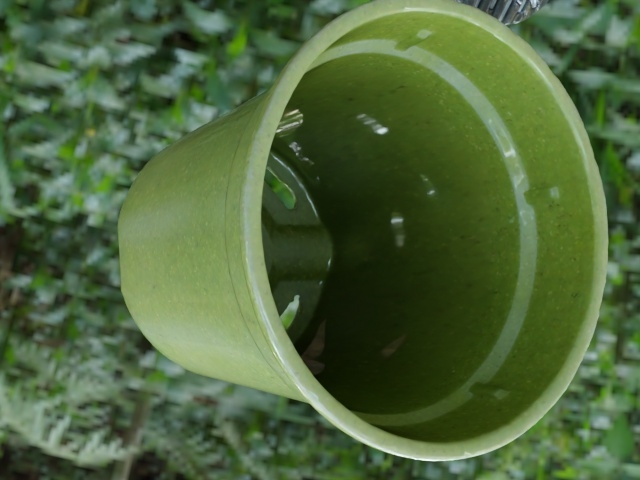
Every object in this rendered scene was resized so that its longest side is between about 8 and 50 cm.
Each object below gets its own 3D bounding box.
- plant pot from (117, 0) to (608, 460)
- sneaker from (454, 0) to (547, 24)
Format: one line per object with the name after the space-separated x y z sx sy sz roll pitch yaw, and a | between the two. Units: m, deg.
0.000 0.000 1.010 0.276 0.276 0.254 28 161 -31 | plant pot
0.118 -0.259 1.404 0.209 0.094 0.081 10 119 -20 | sneaker
